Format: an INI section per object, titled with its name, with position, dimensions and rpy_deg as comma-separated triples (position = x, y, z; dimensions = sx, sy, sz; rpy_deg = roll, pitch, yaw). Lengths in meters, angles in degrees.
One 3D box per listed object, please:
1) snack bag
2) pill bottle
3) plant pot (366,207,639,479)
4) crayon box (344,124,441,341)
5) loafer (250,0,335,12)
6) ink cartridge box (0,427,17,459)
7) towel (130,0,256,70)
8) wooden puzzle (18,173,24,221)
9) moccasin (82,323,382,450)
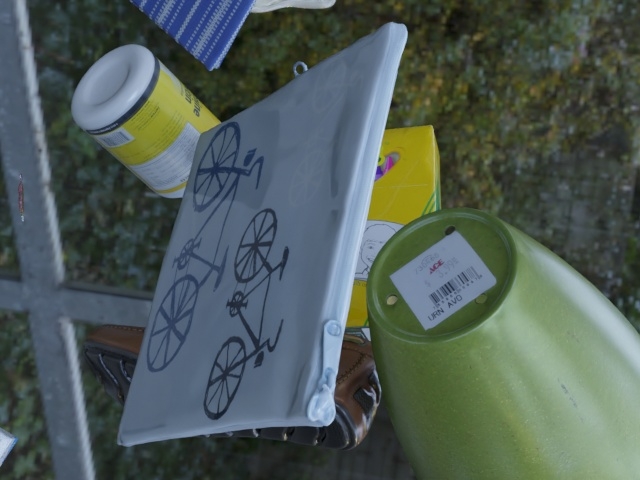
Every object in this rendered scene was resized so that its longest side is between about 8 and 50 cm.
[snack bag]
position = -0.050, 0.004, 0.847
dimensions = 0.342, 0.037, 0.323
rpy_deg = -21, -130, 55
[pill bottle]
position = -0.161, -0.108, 1.076
dimensions = 0.184, 0.103, 0.103
rpy_deg = 45, 48, -42
[plant pot]
position = 0.163, 0.107, 0.968
dimensions = 0.293, 0.275, 0.274
rpy_deg = 53, 41, -46
[crayon box]
position = 0.000, 0.000, 1.574
dimensions = 0.106, 0.363, 0.313
rpy_deg = 60, 28, -65
[loafer]
position = -0.083, -0.496, 1.983
dimensions = 0.102, 0.268, 0.092
rpy_deg = 51, -42, 36
[ink cartridge box]
position = -0.547, 0.361, 1.571
dimensions = 0.190, 0.082, 0.139
rpy_deg = -60, -175, -15
[towel]
position = -0.216, -0.431, 1.467
dimensions = 0.243, 0.336, 0.040
rpy_deg = -53, 171, 37
[wooden puzzle]
position = -0.521, -0.074, 1.813
dimensions = 0.049, 0.006, 0.083
rpy_deg = 127, -41, -71
[moccasin]
position = -0.106, 0.139, 1.200
dimensions = 0.147, 0.380, 0.139
rpy_deg = -61, 138, -42
